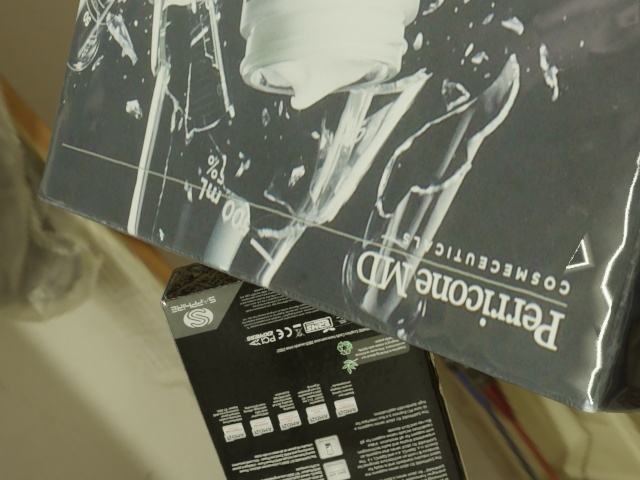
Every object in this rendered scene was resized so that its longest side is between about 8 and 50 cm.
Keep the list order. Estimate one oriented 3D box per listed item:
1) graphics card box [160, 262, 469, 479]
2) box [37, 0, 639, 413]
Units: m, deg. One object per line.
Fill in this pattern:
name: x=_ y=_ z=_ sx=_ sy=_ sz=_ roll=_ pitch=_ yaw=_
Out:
graphics card box: x=0.010 y=0.177 z=1.160 sx=0.094 sy=0.233 sz=0.371 roll=-84 pitch=-23 yaw=-67
box: x=0.065 y=-0.122 z=0.515 sx=0.179 sy=0.312 sz=0.343 roll=7 pitch=-173 yaw=-45
